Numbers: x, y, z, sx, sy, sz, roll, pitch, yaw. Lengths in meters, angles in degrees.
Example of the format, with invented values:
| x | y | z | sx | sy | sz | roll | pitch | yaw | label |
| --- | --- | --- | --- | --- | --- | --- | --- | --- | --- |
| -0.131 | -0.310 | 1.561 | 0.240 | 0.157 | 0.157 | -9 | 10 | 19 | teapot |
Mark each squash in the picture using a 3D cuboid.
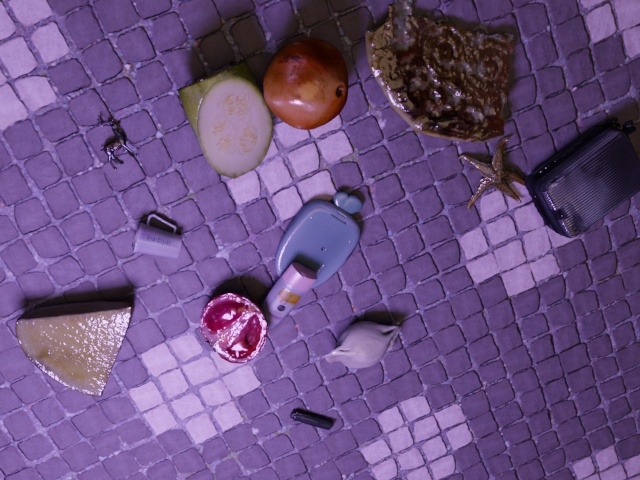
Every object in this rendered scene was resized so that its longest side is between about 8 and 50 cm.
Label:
| x | y | z | sx | sy | sz | roll | pitch | yaw | label |
| --- | --- | --- | --- | --- | --- | --- | --- | --- | --- |
| -0.201 | -0.268 | 1.581 | 0.189 | 0.189 | 0.260 | -23 | 107 | -1 | squash |

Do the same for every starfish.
| x | y | z | sx | sy | sz | roll | pitch | yaw | label |
| --- | --- | --- | --- | --- | --- | --- | --- | --- | --- |
| 0.458 | -0.168 | 1.813 | 0.224 | 0.050 | 0.216 | 26 | 111 | -12 | starfish |

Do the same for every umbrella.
| x | y | z | sx | sy | sz | roll | pitch | yaw | label |
| --- | --- | --- | --- | --- | --- | --- | --- | --- | --- |
| -0.025 | 0.522 | 1.976 | 0.133 | 0.031 | 0.036 | 21 | 103 | -15 | umbrella |

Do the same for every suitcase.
| x | y | z | sx | sy | sz | roll | pitch | yaw | label |
| --- | --- | --- | --- | --- | --- | --- | --- | --- | --- |
| 0.710 | -0.164 | 1.801 | 0.312 | 0.128 | 0.202 | -36 | 111 | 0 | suitcase |

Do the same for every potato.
| x | y | z | sx | sy | sz | roll | pitch | yaw | label |
| --- | --- | --- | --- | --- | --- | --- | --- | --- | --- |
| -0.628 | 0.228 | 1.726 | 0.255 | 0.112 | 0.269 | 21 | 102 | -12 | potato |

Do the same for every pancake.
| x | y | z | sx | sy | sz | roll | pitch | yaw | label |
| --- | --- | --- | --- | --- | --- | --- | --- | --- | --- |
| 0.293 | -0.415 | 1.692 | 0.427 | 0.067 | 0.304 | 16 | 98 | -14 | pancake |

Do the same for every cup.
| x | y | z | sx | sy | sz | roll | pitch | yaw | label |
| --- | --- | --- | --- | --- | --- | --- | --- | --- | --- |
| -0.407 | -0.010 | 1.706 | 0.116 | 0.074 | 0.104 | 13 | 78 | -18 | cup |

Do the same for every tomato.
| x | y | z | sx | sy | sz | roll | pitch | yaw | label |
| --- | --- | --- | --- | --- | --- | --- | --- | --- | --- |
| -0.218 | 0.217 | 1.792 | 0.173 | 0.099 | 0.189 | -36 | 97 | 12 | tomato |

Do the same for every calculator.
| x | y | z | sx | sy | sz | roll | pitch | yaw | label |
| --- | --- | --- | --- | --- | --- | --- | --- | --- | --- |
| 0.000 | 0.000 | 1.787 | 0.185 | 0.041 | 0.299 | 33 | 103 | -19 | calculator |

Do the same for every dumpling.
| x | y | z | sx | sy | sz | roll | pitch | yaw | label |
| --- | --- | --- | --- | --- | --- | --- | --- | --- | --- |
| 0.116 | 0.296 | 1.881 | 0.229 | 0.124 | 0.151 | -13 | 149 | -13 | dumpling |

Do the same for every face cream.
| x | y | z | sx | sy | sz | roll | pitch | yaw | label |
| --- | --- | --- | --- | --- | --- | --- | --- | --- | --- |
| -0.093 | 0.147 | 1.790 | 0.084 | 0.057 | 0.198 | 28 | 119 | -18 | face cream |

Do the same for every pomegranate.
| x | y | z | sx | sy | sz | roll | pitch | yaw | label |
| --- | --- | --- | --- | --- | --- | --- | --- | --- | --- |
| -0.028 | -0.360 | 1.573 | 0.209 | 0.209 | 0.209 | -3 | 110 | -9 | pomegranate |

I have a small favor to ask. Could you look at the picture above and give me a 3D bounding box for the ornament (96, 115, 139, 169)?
| x | y | z | sx | sy | sz | roll | pitch | yaw | label |
| --- | --- | --- | --- | --- | --- | --- | --- | --- | --- |
| -0.496 | -0.238 | 1.625 | 0.073 | 0.028 | 0.125 | -30 | 114 | 1 | ornament |
